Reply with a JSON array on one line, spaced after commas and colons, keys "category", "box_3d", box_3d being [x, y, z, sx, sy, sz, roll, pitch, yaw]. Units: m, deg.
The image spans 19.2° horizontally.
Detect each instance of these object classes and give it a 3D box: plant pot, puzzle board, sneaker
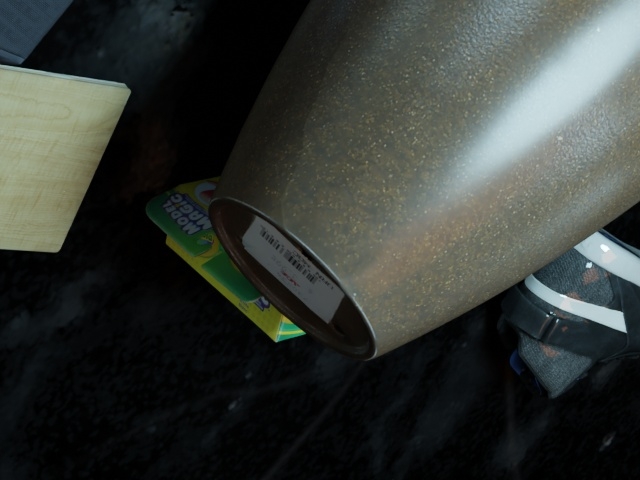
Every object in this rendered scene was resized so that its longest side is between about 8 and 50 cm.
[{"category": "plant pot", "box_3d": [0.061, -0.060, 0.915, 0.230, 0.215, 0.215, -46, 144, -19]}, {"category": "puzzle board", "box_3d": [-0.159, -0.040, 0.904, 0.128, 0.011, 0.096, 5, 119, -47]}, {"category": "sneaker", "box_3d": [0.196, 0.064, 1.312, 0.217, 0.079, 0.121, 29, 103, -45]}]

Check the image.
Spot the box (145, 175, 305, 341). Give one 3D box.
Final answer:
[{"category": "box", "box_3d": [0.000, 0.000, 1.023, 0.179, 0.105, 0.043, -11, 128, -39]}]

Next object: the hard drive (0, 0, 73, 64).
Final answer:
[{"category": "hard drive", "box_3d": [-0.157, -0.179, 0.747, 0.172, 0.054, 0.255, -50, 143, 0]}]
